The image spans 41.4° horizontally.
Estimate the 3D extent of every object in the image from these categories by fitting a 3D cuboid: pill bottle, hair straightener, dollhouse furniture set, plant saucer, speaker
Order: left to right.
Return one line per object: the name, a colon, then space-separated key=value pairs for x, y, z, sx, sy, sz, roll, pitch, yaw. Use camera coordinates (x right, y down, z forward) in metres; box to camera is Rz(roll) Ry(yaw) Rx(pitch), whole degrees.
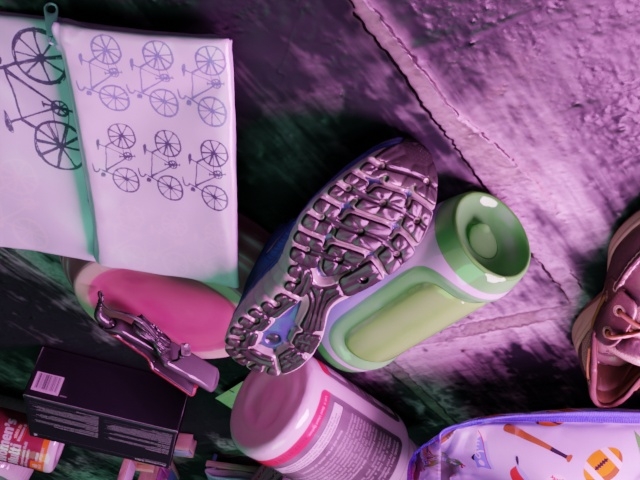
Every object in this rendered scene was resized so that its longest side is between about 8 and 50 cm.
pill bottle: x=-0.604 y=0.360 z=1.622 sx=0.221 sy=0.121 sz=0.121 roll=16 pitch=144 yaw=-6
hair straightener: x=-0.211 y=0.135 z=1.135 sx=0.089 sy=0.047 sz=0.230 roll=-16 pitch=132 yaw=32
plant saucer: x=-0.195 y=0.063 z=1.131 sx=0.332 sy=0.084 sz=0.332 roll=8 pitch=145 yaw=6
dollhouse furniture set: x=-0.227 y=0.530 z=1.680 sx=0.303 sy=0.198 sz=0.286 roll=5 pitch=144 yaw=8
pill bottle: x=0.027 y=0.314 z=1.329 sx=0.176 sy=0.176 sz=0.318 roll=-23 pitch=132 yaw=38
speaker: x=0.108 y=0.058 z=1.001 sx=0.131 sy=0.131 sz=0.296 roll=27 pitch=142 yaw=-19

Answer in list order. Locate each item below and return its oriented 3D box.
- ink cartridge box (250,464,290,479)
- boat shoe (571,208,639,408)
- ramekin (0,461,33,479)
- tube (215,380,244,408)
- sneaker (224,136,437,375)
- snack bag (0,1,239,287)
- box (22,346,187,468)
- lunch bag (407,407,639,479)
ink cartridge box: x=-0.064 y=0.514 z=1.507 sx=0.115 sy=0.273 sz=0.198 roll=25 pitch=120 yaw=-14
boat shoe: x=0.372 y=0.088 z=0.966 sx=0.123 sy=0.123 sz=0.342 roll=11 pitch=145 yaw=1
ramekin: x=-0.701 y=0.455 z=1.790 sx=0.207 sy=0.109 sz=0.207 roll=8 pitch=144 yaw=6
tube: x=-0.059 y=0.312 z=1.461 sx=0.240 sy=0.062 sz=0.070 roll=33 pitch=96 yaw=-19
sneaker: x=0.000 y=0.000 z=0.954 sx=0.130 sy=0.147 sz=0.330 roll=31 pitch=120 yaw=-22
snack bag: x=-0.252 y=-0.093 z=0.906 sx=0.342 sy=0.037 sz=0.323 roll=10 pitch=130 yaw=8
box: x=-0.373 y=0.297 z=1.486 sx=0.261 sy=0.103 sz=0.184 roll=15 pitch=141 yaw=-5
lunch bag: x=0.349 y=0.356 z=1.192 sx=0.385 sy=0.239 sz=0.328 roll=-1 pitch=162 yaw=25
